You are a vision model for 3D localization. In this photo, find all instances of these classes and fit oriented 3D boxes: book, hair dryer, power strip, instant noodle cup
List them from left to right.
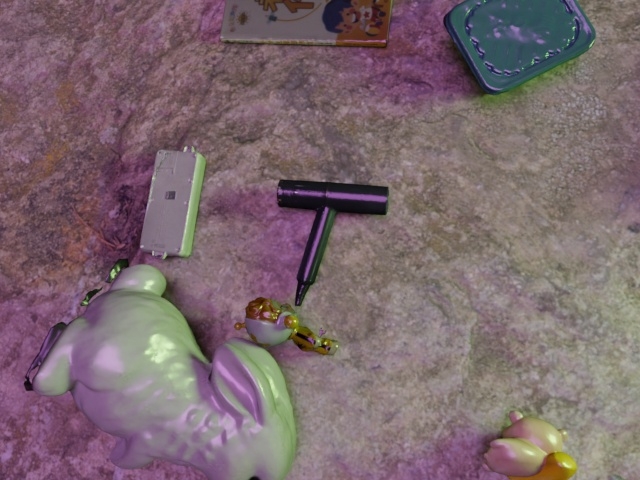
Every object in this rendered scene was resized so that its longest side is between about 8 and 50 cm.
[{"bbox_3d":[-0.244,-0.062,0.793,0.081,0.035,0.192,5,81,11],"label":"power strip"},{"bbox_3d":[-0.019,-0.436,0.830,0.295,0.020,0.208,6,82,11],"label":"book"},{"bbox_3d":[0.014,0.006,0.735,0.173,0.050,0.195,3,85,11],"label":"hair dryer"},{"bbox_3d":[0.294,-0.307,0.727,0.179,0.070,0.157,-26,78,4],"label":"instant noodle cup"}]

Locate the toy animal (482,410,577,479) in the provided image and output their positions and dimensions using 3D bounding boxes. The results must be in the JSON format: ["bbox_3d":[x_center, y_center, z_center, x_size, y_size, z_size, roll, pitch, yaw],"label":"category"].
[{"bbox_3d":[0.265,0.271,0.632,0.114,0.091,0.082,9,53,-1],"label":"toy animal"}]

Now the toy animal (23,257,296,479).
[{"bbox_3d":[-0.187,0.203,0.669,0.356,0.194,0.258,24,82,2],"label":"toy animal"}]

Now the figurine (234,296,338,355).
[{"bbox_3d":[-0.047,0.130,0.698,0.101,0.143,0.068,6,70,53],"label":"figurine"}]
